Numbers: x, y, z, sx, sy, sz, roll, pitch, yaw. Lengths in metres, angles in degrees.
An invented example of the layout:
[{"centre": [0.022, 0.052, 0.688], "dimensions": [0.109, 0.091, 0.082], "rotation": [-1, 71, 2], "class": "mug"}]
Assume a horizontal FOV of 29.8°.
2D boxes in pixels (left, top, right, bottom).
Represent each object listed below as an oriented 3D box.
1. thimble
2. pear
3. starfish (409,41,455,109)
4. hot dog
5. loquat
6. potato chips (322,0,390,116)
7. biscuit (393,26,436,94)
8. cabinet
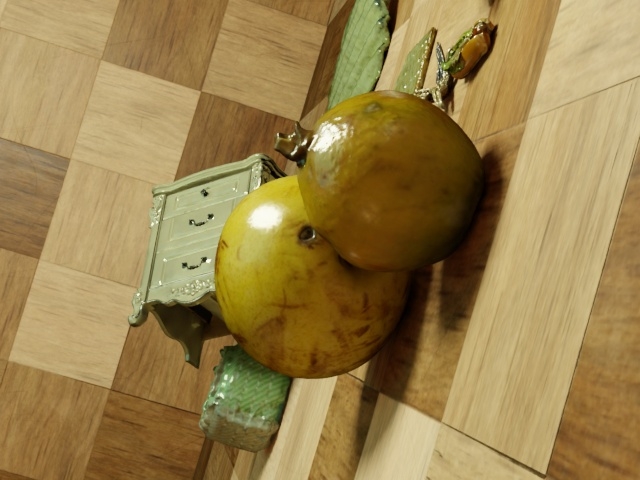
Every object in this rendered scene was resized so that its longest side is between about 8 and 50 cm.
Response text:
[{"centre": [-0.153, 0.318, 2.433], "dimensions": [0.219, 0.150, 0.219], "rotation": [-162, 90, -83], "class": "thimble"}, {"centre": [-0.009, 0.045, 1.586], "dimensions": [0.281, 0.280, 0.281], "rotation": [-163, 90, -82], "class": "pear"}, {"centre": [0.164, -0.222, 1.730], "dimensions": [0.130, 0.041, 0.133], "rotation": [-31, 36, 66], "class": "starfish"}, {"centre": [0.192, -0.252, 1.597], "dimensions": [0.133, 0.041, 0.056], "rotation": [125, 160, -67], "class": "hot dog"}, {"centre": [0.063, -0.075, 1.387], "dimensions": [0.213, 0.246, 0.214], "rotation": [-161, 90, -79], "class": "loquat"}, {"centre": [0.080, -0.389, 2.641], "dimensions": [0.429, 0.070, 0.359], "rotation": [114, 167, -51], "class": "potato chips"}, {"centre": [0.151, -0.273, 2.043], "dimensions": [0.203, 0.016, 0.144], "rotation": [143, 143, -76], "class": "biscuit"}, {"centre": [-0.183, 0.045, 2.353], "dimensions": [0.289, 0.227, 0.318], "rotation": [-14, 51, 29], "class": "cabinet"}]
